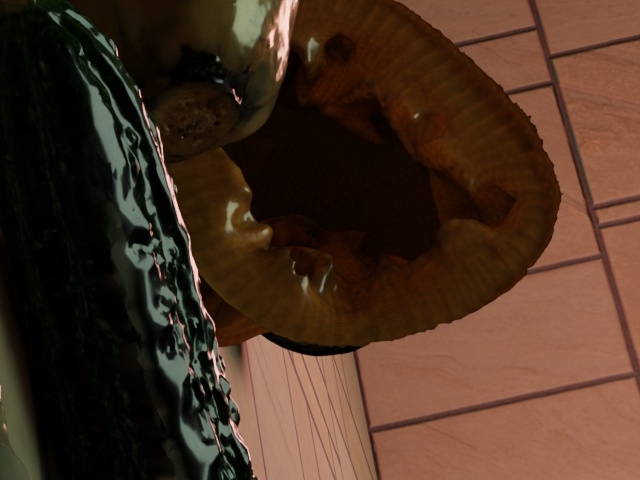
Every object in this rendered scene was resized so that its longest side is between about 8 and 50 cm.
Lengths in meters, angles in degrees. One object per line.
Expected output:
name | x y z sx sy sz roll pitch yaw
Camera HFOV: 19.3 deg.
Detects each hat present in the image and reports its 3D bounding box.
hat | 0.000 0.000 1.142 0.233 0.244 0.233 103 -14 -63

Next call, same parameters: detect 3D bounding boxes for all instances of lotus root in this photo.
lotus root | -0.069 -0.133 0.937 0.118 0.125 0.221 41 32 -38

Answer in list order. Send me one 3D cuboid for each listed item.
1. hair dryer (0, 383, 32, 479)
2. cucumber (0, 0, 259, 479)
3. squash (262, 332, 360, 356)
hair dryer | -0.091 0.061 0.446 0.237 0.075 0.206 -117 -174 -70
cucumber | -0.070 0.036 0.686 0.077 0.077 0.265 -86 163 -80
squash | 0.004 -0.010 1.418 0.193 0.156 0.193 20 66 -53
